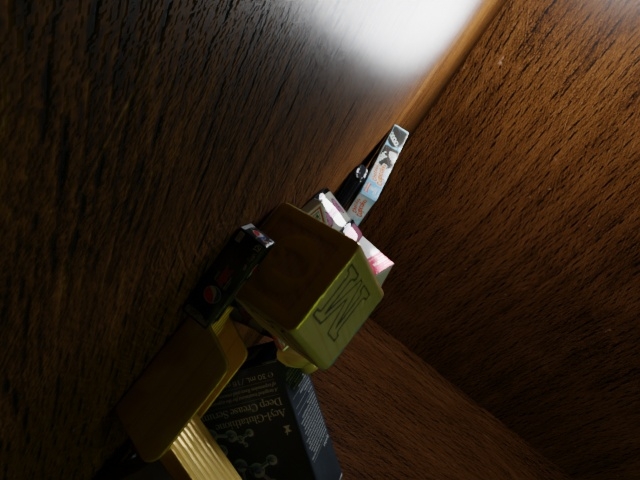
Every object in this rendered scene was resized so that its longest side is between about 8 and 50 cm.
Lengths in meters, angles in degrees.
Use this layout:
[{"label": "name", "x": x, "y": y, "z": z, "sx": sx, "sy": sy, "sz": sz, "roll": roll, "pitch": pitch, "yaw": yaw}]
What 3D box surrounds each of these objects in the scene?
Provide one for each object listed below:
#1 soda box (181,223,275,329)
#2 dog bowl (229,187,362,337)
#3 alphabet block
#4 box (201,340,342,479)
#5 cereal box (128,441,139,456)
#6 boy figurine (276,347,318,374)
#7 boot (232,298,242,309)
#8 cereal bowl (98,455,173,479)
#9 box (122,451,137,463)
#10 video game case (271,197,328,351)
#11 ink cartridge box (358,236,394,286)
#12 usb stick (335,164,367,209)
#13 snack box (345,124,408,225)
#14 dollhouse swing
[{"label": "soda box", "x": -0.145, "y": 0.056, "z": 1.000, "sx": 0.169, "sy": 0.053, "sz": 0.060, "roll": -52, "pitch": 177, "yaw": 12}, {"label": "dog bowl", "x": -0.052, "y": 0.074, "z": 1.581, "sx": 0.408, "sy": 0.150, "sz": 0.408, "roll": -52, "pitch": 176, "yaw": -6}, {"label": "alphabet block", "x": -0.028, "y": 0.085, "z": 1.147, "sx": 0.193, "sy": 0.192, "sz": 0.197, "roll": -52, "pitch": 148, "yaw": -15}, {"label": "box", "x": -0.155, "y": 0.478, "z": 1.572, "sx": 0.293, "sy": 0.396, "sz": 0.212, "roll": -17, "pitch": -175, "yaw": 13}, {"label": "cereal box", "x": -0.415, "y": 0.477, "z": 1.732, "sx": 0.173, "sy": 0.047, "sz": 0.240, "roll": -51, "pitch": 176, "yaw": 3}, {"label": "boy figurine", "x": -0.028, "y": 0.247, "z": 1.530, "sx": 0.285, "sy": 0.092, "sz": 0.177, "roll": -36, "pitch": 136, "yaw": -72}, {"label": "boot", "x": -0.153, "y": 0.085, "z": 1.284, "sx": 0.099, "sy": 0.045, "sz": 0.121, "roll": -55, "pitch": 177, "yaw": -17}, {"label": "cereal bowl", "x": -0.451, "y": 0.628, "z": 1.574, "sx": 0.338, "sy": 0.141, "sz": 0.339, "roll": -22, "pitch": -178, "yaw": 1}, {"label": "box", "x": -0.615, "y": 0.766, "z": 1.843, "sx": 0.257, "sy": 0.079, "sz": 0.322, "roll": -51, "pitch": 176, "yaw": -42}, {"label": "video game case", "x": -0.046, "y": 0.077, "z": 1.310, "sx": 0.204, "sy": 0.025, "sz": 0.285, "roll": -41, "pitch": 139, "yaw": -25}, {"label": "ink cartridge box", "x": 0.066, "y": 0.063, "z": 1.799, "sx": 0.100, "sy": 0.237, "sz": 0.172, "roll": -27, "pitch": 151, "yaw": -44}, {"label": "usb stick", "x": 0.070, "y": -0.129, "z": 1.950, "sx": 0.077, "sy": 0.045, "sz": 0.278, "roll": -60, "pitch": -178, "yaw": -40}, {"label": "snack box", "x": 0.169, "y": -0.196, "z": 1.993, "sx": 0.322, "sy": 0.060, "sz": 0.187, "roll": -62, "pitch": -177, "yaw": -36}, {"label": "dollhouse swing", "x": -0.183, "y": 0.331, "z": 1.240, "sx": 0.315, "sy": 0.305, "sz": 0.347, "roll": -51, "pitch": 175, "yaw": -6}]
